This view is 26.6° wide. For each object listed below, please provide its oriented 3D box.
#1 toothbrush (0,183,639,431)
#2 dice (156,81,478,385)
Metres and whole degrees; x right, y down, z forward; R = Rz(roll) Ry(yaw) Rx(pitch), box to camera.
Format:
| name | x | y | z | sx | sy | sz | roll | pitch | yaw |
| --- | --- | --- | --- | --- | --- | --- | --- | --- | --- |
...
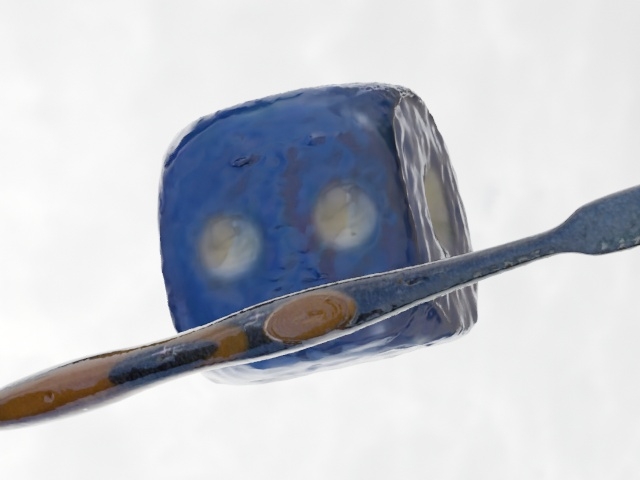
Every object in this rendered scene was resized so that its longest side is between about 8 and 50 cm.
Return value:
| name | x | y | z | sx | sy | sz | roll | pitch | yaw |
| --- | --- | --- | --- | --- | --- | --- | --- | --- | --- |
| toothbrush | -0.007 | 0.028 | 0.489 | 0.031 | 0.321 | 0.023 | -5 | -102 | -65 |
| dice | 0.000 | 0.000 | 0.727 | 0.146 | 0.146 | 0.143 | 16 | -115 | -74 |
